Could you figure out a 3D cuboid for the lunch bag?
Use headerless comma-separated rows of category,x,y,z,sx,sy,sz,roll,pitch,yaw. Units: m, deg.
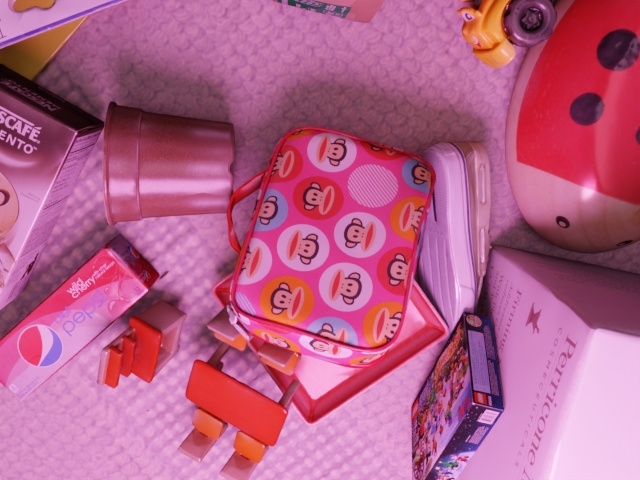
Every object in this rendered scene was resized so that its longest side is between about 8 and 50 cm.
lunch bag,0.000,0.000,0.881,0.258,0.120,0.293,16,68,5

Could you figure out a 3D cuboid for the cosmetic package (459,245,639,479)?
cosmetic package,0.385,0.227,0.888,0.327,0.394,0.330,12,101,-4

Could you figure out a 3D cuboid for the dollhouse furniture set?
dollhouse furniture set,-0.166,0.203,0.959,0.259,0.135,0.262,26,123,11

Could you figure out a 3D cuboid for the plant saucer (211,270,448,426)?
plant saucer,0.014,0.101,1.013,0.258,0.048,0.259,-35,91,6

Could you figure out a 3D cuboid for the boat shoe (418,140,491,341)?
boat shoe,0.205,0.004,0.980,0.094,0.109,0.303,-13,113,-21

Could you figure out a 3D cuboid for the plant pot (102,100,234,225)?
plant pot,-0.202,-0.103,0.927,0.165,0.167,0.167,0,102,-9

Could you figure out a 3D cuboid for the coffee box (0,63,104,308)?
coffee box,-0.447,-0.071,0.932,0.168,0.119,0.297,29,104,-7

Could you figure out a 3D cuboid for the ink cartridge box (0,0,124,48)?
ink cartridge box,-0.386,-0.421,0.871,0.324,0.071,0.330,-19,93,2

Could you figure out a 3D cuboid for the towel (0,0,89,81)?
towel,-0.377,-0.324,0.941,0.102,0.021,0.237,44,98,-5

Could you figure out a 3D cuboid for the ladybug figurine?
ladybug figurine,0.425,-0.190,0.917,0.304,0.162,0.450,14,101,-4

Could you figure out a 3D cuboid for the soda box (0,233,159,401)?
soda box,-0.368,0.113,1.001,0.263,0.083,0.092,-41,100,7

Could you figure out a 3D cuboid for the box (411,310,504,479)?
box,0.185,0.238,0.959,0.044,0.159,0.233,13,129,-5

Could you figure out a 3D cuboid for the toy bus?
toy bus,0.230,-0.366,0.873,0.211,0.149,0.220,34,101,-13

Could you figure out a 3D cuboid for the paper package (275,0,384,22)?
paper package,0.031,-0.429,0.771,0.168,0.325,0.310,14,101,-5
